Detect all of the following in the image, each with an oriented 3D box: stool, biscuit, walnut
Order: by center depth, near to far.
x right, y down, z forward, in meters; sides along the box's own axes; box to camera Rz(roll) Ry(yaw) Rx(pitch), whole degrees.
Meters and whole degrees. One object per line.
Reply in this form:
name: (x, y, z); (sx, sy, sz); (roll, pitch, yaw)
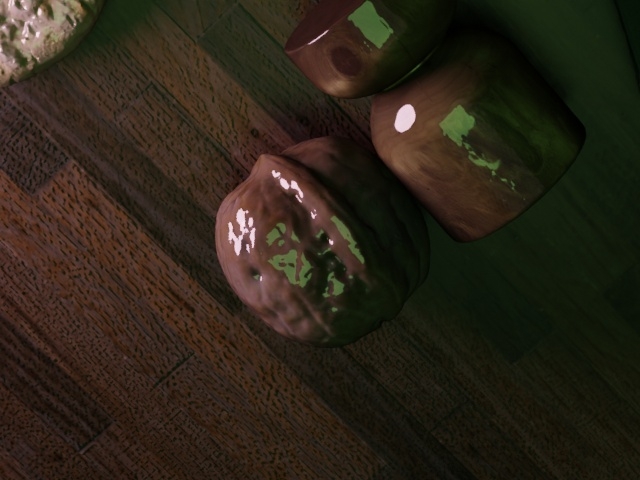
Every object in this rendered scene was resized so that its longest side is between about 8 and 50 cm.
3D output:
stool: (0.115, -0.149, 1.709); (0.179, 0.179, 0.264); (-38, 104, 15)
biscuit: (-0.349, -0.240, 1.737); (0.281, 0.084, 0.179); (-4, 105, -2)
walnut: (0.000, 0.000, 1.765); (0.224, 0.224, 0.224); (1, 111, 2)

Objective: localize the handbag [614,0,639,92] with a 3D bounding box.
handbag: (0.410, -0.269, 1.707); (0.247, 0.079, 0.260); (-17, 110, 8)
